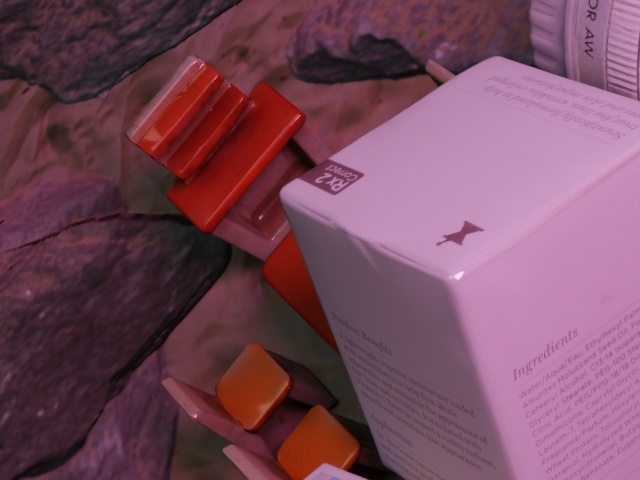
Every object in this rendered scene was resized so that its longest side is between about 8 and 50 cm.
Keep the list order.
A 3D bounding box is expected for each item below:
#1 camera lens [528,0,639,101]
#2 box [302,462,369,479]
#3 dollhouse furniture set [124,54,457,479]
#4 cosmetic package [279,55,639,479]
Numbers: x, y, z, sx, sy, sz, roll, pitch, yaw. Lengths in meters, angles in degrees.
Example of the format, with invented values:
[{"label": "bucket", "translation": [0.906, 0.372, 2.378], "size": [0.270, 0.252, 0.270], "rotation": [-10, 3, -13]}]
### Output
[{"label": "camera lens", "translation": [0.268, -0.103, 0.871], "size": [0.274, 0.219, 0.219], "rotation": [29, 83, 44]}, {"label": "box", "translation": [0.047, 0.210, 0.905], "size": [0.203, 0.103, 0.114], "rotation": [15, 39, 41]}, {"label": "dollhouse furniture set", "translation": [0.000, 0.000, 1.073], "size": [0.262, 0.135, 0.259], "rotation": [-50, 46, 2]}, {"label": "cosmetic package", "translation": [0.101, 0.031, 0.891], "size": [0.151, 0.183, 0.151], "rotation": [-33, 32, -21]}]
